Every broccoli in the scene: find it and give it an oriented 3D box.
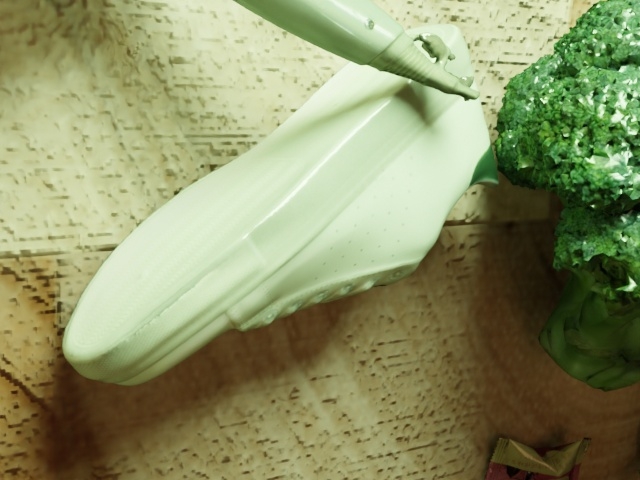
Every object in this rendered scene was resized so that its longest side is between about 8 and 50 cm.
[{"bbox_3d":[0.222,-0.019,0.533,0.270,0.270,0.270,-11,137,-30],"label":"broccoli"}]

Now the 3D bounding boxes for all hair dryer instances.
[{"bbox_3d":[-0.005,-0.154,0.412,0.237,0.075,0.206,37,75,-17],"label":"hair dryer"}]

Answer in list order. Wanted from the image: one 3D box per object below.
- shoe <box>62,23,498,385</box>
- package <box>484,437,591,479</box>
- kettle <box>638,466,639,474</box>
[{"bbox_3d":[0.000,0.000,0.465,0.265,0.095,0.110,-43,121,-19],"label":"shoe"},{"bbox_3d":[0.152,0.166,0.639,0.083,0.029,0.059,6,106,-23],"label":"package"},{"bbox_3d":[0.320,0.163,0.672,0.127,0.148,0.098,-4,104,-31],"label":"kettle"}]
